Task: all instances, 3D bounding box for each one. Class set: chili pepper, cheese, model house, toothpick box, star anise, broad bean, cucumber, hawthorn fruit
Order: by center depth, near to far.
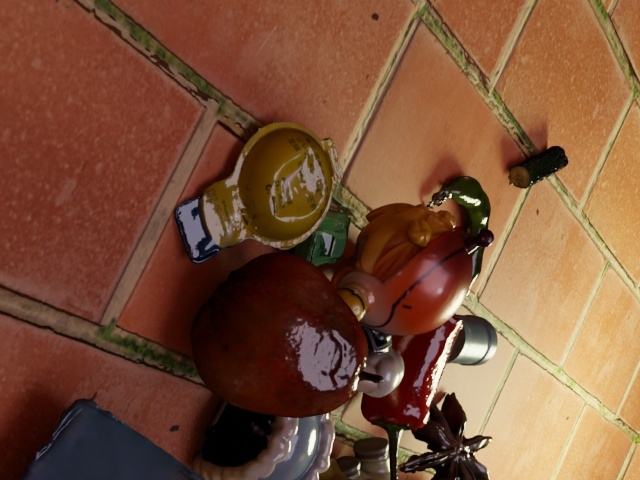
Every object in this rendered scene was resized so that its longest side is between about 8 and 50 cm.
[{"bbox_3d":[-0.265,0.358,1.353,0.237,0.215,0.303,-57,176,-16],"label":"model house"},{"bbox_3d":[-0.040,0.143,1.482,0.224,0.260,0.224,-58,-175,7],"label":"hawthorn fruit"},{"bbox_3d":[-0.076,-0.061,1.483,0.270,0.069,0.177,-30,115,-31],"label":"cheese"},{"bbox_3d":[0.138,0.273,1.956,0.134,0.131,0.338,61,50,-81],"label":"chili pepper"},{"bbox_3d":[0.269,-0.021,2.057,0.144,0.049,0.292,-46,140,-21],"label":"broad bean"},{"bbox_3d":[0.266,0.190,2.125,0.153,0.101,0.101,14,97,-56],"label":"toothpick box"},{"bbox_3d":[0.254,0.421,2.189,0.288,0.088,0.288,24,53,-36],"label":"star anise"},{"bbox_3d":[0.440,-0.147,2.225,0.187,0.058,0.058,-25,128,-50],"label":"cucumber"}]

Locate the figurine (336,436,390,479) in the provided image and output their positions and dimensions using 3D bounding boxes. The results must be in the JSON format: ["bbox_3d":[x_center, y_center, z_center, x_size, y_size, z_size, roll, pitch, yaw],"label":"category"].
[{"bbox_3d":[0.098,0.552,2.024,0.248,0.203,0.381,-44,130,-56],"label":"figurine"}]

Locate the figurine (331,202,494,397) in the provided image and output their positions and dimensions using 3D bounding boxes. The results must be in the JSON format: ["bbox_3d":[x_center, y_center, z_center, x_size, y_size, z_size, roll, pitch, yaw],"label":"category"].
[{"bbox_3d":[0.116,0.079,1.713,0.323,0.196,0.320,-61,168,17],"label":"figurine"}]

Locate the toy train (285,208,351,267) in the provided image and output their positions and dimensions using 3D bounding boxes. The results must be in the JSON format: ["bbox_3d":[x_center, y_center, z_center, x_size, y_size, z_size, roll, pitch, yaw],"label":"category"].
[{"bbox_3d":[0.000,0.000,1.633,0.149,0.081,0.099,-3,111,-55],"label":"toy train"}]

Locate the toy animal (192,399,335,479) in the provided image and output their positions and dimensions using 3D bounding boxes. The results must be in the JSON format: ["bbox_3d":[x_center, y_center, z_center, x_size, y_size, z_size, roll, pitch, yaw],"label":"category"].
[{"bbox_3d":[-0.071,0.293,1.638,0.208,0.156,0.204,-59,143,-8],"label":"toy animal"}]

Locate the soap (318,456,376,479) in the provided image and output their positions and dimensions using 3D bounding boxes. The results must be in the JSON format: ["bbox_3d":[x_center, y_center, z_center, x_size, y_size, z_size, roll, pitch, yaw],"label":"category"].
[{"bbox_3d":[-0.065,0.531,1.793,0.335,0.156,0.294,-3,106,-57],"label":"soap"}]
